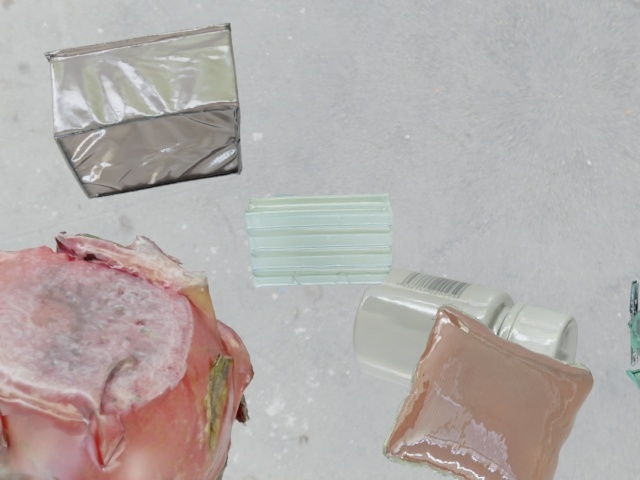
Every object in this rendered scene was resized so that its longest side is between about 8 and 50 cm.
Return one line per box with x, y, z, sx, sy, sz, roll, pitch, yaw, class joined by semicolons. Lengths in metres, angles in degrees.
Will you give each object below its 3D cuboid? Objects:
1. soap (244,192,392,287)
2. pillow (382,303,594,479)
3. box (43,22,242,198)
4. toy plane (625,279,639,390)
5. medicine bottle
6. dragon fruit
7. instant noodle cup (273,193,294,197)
0.000;0.000;0.882;0.197;0.067;0.119;-1;119;4;soap
0.172;0.175;0.656;0.179;0.075;0.172;24;82;2;pillow
-0.237;-0.177;0.905;0.252;0.188;0.153;-9;66;-9;box
0.588;0.188;1.147;0.060;0.096;0.235;-18;119;-11;toy plane
0.247;0.176;1.097;0.339;0.208;0.209;11;106;33;medicine bottle
-0.193;0.155;0.491;0.250;0.269;0.291;21;127;-3;dragon fruit
-0.074;-0.021;1.553;0.070;0.157;0.179;6;93;-22;instant noodle cup
